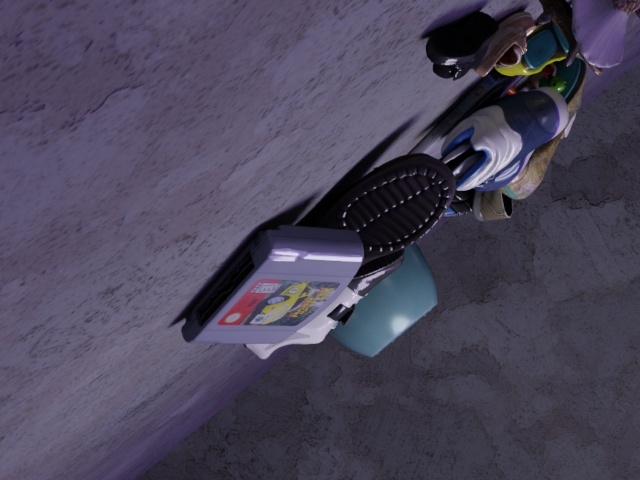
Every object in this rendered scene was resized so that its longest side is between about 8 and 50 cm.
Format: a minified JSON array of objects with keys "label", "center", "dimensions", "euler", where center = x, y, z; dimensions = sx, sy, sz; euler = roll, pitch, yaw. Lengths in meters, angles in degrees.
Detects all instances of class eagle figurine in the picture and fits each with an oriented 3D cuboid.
[{"label":"eagle figurine","center":[0.374,-0.337,1.148],"dimensions":[0.298,0.225,0.226],"euler":[-31,167,28]}]

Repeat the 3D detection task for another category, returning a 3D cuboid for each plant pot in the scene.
[{"label":"plant pot","center":[0.106,0.101,2.177],"dimensions":[0.293,0.235,0.293],"euler":[-39,173,-6]}]

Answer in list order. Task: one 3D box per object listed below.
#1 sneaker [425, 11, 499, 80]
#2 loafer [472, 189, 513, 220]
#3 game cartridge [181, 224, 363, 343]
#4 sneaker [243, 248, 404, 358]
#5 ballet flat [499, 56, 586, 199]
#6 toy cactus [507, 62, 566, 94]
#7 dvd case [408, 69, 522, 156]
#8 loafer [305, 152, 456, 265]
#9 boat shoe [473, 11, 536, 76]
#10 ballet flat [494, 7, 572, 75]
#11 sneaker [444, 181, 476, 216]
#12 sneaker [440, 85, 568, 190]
[{"label":"sneaker","center":[0.164,-0.225,1.258],"dimensions":[0.170,0.051,0.089],"euler":[-36,168,-45]},{"label":"loafer","center":[0.387,-0.158,2.148],"dimensions":[0.094,0.087,0.251],"euler":[-5,107,-50]},{"label":"game cartridge","center":[-0.068,0.077,1.599],"dimensions":[0.196,0.060,0.294],"euler":[0,147,-37]},{"label":"sneaker","center":[0.004,0.101,1.831],"dimensions":[0.330,0.122,0.146],"euler":[-24,129,-3]},{"label":"ballet flat","center":[0.448,-0.221,2.079],"dimensions":[0.349,0.123,0.123],"euler":[-55,180,-26]},{"label":"toy cactus","center":[0.394,-0.277,1.964],"dimensions":[0.180,0.112,0.219],"euler":[-57,180,-33]},{"label":"dvd case","center":[0.264,-0.227,1.827],"dimensions":[0.253,0.022,0.180],"euler":[-46,170,37]},{"label":"loafer","center":[0.060,-0.039,1.673],"dimensions":[0.366,0.134,0.130],"euler":[-33,-157,28]},{"label":"boat shoe","center":[0.250,-0.263,1.410],"dimensions":[0.170,0.059,0.063],"euler":[-33,170,-40]},{"label":"ballet flat","center":[0.355,-0.312,1.638],"dimensions":[0.231,0.077,0.077],"euler":[-30,-171,-39]},{"label":"sneaker","center":[0.305,-0.120,2.266],"dimensions":[0.340,0.125,0.139],"euler":[-23,-179,-40]},{"label":"sneaker","center":[0.267,-0.149,1.815],"dimensions":[0.236,0.130,0.323],"euler":[-25,171,-28]}]
